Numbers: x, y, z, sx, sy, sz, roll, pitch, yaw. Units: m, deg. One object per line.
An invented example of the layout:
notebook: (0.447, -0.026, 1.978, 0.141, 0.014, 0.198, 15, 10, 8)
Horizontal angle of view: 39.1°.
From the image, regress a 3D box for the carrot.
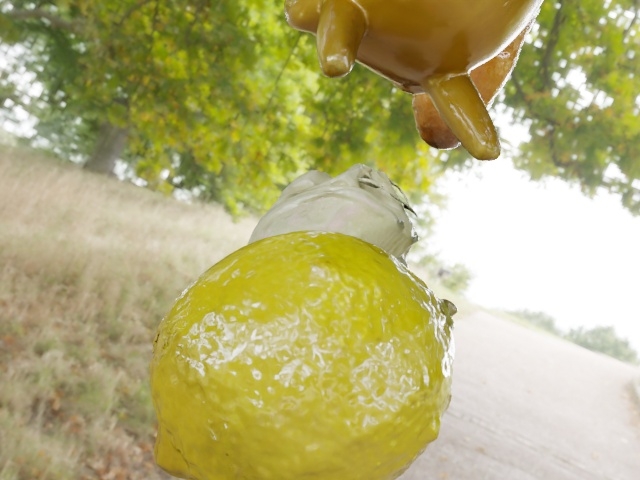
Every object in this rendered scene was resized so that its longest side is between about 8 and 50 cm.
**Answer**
carrot: (0.196, -0.237, 1.271, 0.159, 0.225, 0.159, 16, 11, -3)

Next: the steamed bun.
steamed bun: (0.000, 0.000, 1.415, 0.207, 0.280, 0.268, 56, -8, 36)

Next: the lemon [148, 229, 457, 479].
lemon: (-0.012, 0.089, 0.621, 0.192, 0.231, 0.192, 60, -10, 18)

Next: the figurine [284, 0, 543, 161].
figurine: (0.128, -0.285, 0.656, 0.268, 0.387, 0.401, 36, 15, 4)
